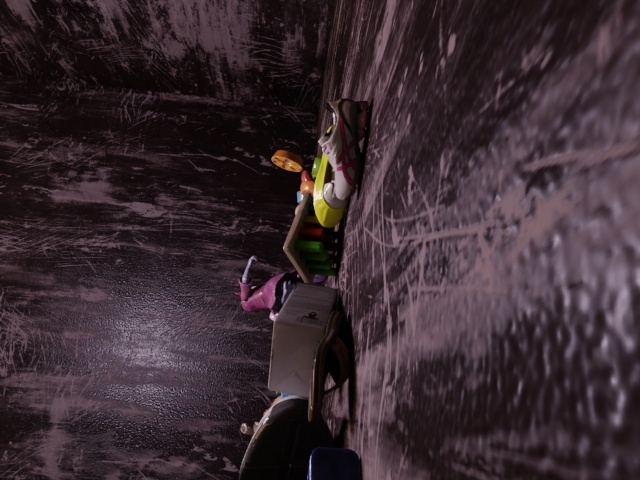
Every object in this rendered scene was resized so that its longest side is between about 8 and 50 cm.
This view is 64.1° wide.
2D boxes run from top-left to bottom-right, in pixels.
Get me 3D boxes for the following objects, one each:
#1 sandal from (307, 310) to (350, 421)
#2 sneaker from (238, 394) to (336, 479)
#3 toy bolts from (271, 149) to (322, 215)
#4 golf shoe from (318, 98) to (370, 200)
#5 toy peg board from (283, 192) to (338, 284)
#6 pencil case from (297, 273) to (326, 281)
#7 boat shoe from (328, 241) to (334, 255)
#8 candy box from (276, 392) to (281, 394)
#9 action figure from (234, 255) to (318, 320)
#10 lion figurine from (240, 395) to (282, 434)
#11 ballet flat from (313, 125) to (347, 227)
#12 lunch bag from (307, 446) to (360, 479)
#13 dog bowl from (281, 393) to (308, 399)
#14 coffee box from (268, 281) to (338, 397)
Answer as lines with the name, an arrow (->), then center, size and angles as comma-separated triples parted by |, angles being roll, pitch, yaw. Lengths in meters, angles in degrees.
sandal -> 0.024, 0.202, 0.849 | 0.219, 0.060, 0.089 | -61, -20, -58
sneaker -> -0.066, 0.411, 1.018 | 0.257, 0.169, 0.447 | -93, 7, -58
toy bolts -> -0.062, -0.158, 1.606 | 0.228, 0.218, 0.158 | 79, -151, -76
golf shoe -> 0.037, -0.164, 0.929 | 0.067, 0.086, 0.186 | -96, 10, -66
toy peg board -> 0.000, 0.000, 1.195 | 0.161, 0.079, 0.160 | 62, -140, -50
pencil case -> -0.021, 0.029, 1.564 | 0.086, 0.088, 0.206 | 88, -175, -55
boat shoe -> -0.007, 0.005, 1.403 | 0.227, 0.081, 0.068 | -99, 19, -67
candy box -> -0.097, 0.390, 1.979 | 0.268, 0.122, 0.317 | -92, 7, -62
action figure -> -0.175, 0.213, 1.853 | 0.370, 0.248, 0.275 | -19, 55, 40
lion figurine -> -0.135, 0.732, 1.770 | 0.142, 0.240, 0.392 | -29, 58, 38
ballet flat -> 0.033, -0.141, 1.100 | 0.077, 0.077, 0.230 | -167, 84, -71
lunch bag -> 0.015, 0.319, 0.661 | 0.098, 0.067, 0.065 | -87, 5, -51
dog bowl -> -0.061, 0.397, 1.415 | 0.297, 0.074, 0.165 | 85, -178, -70
coffee box -> -0.029, 0.190, 1.034 | 0.246, 0.098, 0.141 | -57, -25, -77
